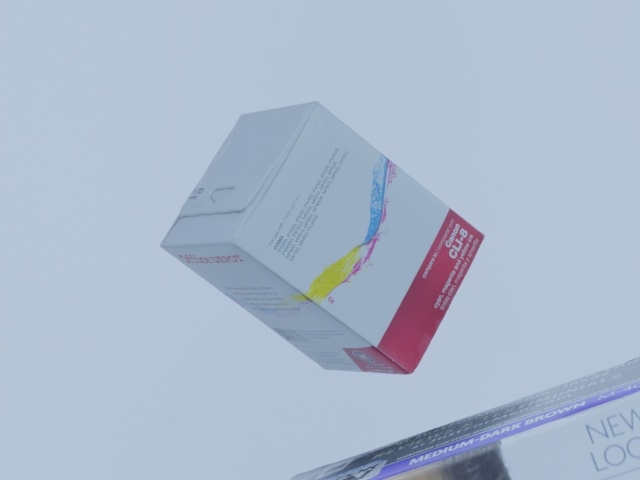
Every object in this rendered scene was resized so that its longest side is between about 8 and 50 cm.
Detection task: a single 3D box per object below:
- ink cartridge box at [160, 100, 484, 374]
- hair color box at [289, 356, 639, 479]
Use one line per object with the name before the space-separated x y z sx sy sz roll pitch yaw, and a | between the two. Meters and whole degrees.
ink cartridge box | 0.000 0.000 1.215 0.128 0.176 0.127 -2 -125 60
hair color box | 0.115 0.236 0.678 0.185 0.110 0.339 -21 -92 14
